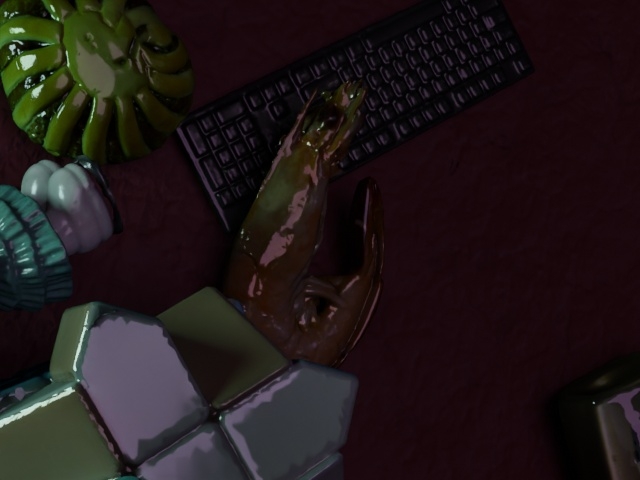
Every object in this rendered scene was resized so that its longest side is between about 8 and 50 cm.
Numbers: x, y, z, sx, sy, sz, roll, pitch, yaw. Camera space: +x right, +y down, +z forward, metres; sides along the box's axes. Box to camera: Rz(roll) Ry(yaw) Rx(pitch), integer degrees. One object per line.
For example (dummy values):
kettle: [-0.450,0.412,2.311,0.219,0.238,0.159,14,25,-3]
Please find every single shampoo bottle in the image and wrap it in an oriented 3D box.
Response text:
shampoo bottle: [0.299,0.265,1.085,0.126,0.084,0.350,-25,95,-28]

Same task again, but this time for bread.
bread: [-0.152,-0.119,0.920,0.130,0.071,0.139,-24,94,-22]

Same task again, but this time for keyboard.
keyboard: [0.035,-0.108,1.039,0.310,0.018,0.100,-29,96,-26]

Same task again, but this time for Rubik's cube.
Rubik's cube: [-0.112,0.143,0.824,0.265,0.213,0.224,-23,95,-25]

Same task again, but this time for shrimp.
shrimp: [0.002,0.000,0.974,0.133,0.053,0.236,17,88,-27]

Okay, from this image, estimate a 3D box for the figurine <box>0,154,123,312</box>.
figurine: [-0.241,0.034,0.831,0.245,0.138,0.110,-36,116,-30]
